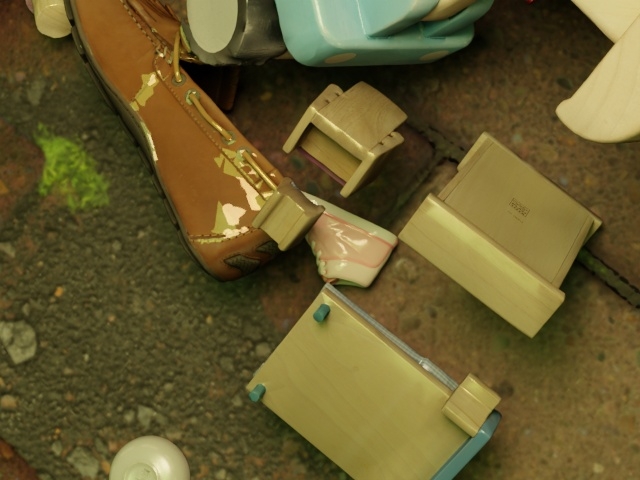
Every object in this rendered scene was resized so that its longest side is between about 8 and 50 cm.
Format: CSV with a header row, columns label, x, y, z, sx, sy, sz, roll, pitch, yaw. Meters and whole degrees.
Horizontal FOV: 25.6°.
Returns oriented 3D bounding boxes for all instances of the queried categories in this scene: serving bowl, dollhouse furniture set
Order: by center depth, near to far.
label,x,y,z,sx,sy,sz,roll,pitch,yaw
dollhouse furniture set,0.056,0.053,1.266,0.286,0.198,0.303,38,117,4
serving bowl,-0.170,0.232,1.367,0.083,0.027,0.083,-1,84,14

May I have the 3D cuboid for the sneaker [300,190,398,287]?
label,x,y,z,sx,sy,sz,roll,pitch,yaw
sneaker,0.000,0.000,1.330,0.134,0.051,0.070,26,87,11

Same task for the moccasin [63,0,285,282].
label,x,y,z,sx,sy,sz,roll,pitch,yaw
moccasin,-0.127,-0.148,1.321,0.147,0.139,0.380,-32,64,5

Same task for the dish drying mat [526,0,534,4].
label,x,y,z,sx,sy,sz,roll,pitch,yaw
dish drying mat,0.188,-0.265,1.327,0.032,0.008,0.083,-33,78,9

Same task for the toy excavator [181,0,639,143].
label,x,y,z,sx,sy,sz,roll,pitch,yaw
toy excavator,0.091,-0.244,1.123,0.445,0.222,0.433,-22,78,52

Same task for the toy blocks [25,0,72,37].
label,x,y,z,sx,sy,sz,roll,pitch,yaw
toy blocks,-0.408,-0.330,1.407,0.288,0.309,0.260,-20,47,0
